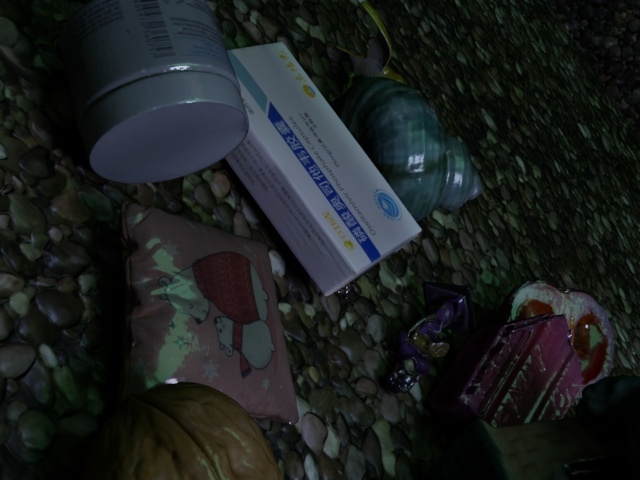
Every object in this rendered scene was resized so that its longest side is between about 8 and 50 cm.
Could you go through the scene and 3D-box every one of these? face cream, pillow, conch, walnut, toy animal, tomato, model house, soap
[{"bbox_3d":[-0.181,-0.167,0.901,0.177,0.177,0.152,2,62,-51],"label":"face cream"},{"bbox_3d":[-0.119,0.081,0.879,0.223,0.084,0.236,18,57,-43],"label":"pillow"},{"bbox_3d":[0.132,-0.131,1.289,0.277,0.195,0.220,24,13,-7],"label":"conch"},{"bbox_3d":[-0.114,0.223,0.717,0.167,0.167,0.207,-25,87,-55],"label":"walnut"},{"bbox_3d":[0.088,-0.269,1.388,0.219,0.095,0.155,55,17,-70],"label":"toy animal"},{"bbox_3d":[0.372,0.175,1.394,0.228,0.112,0.199,18,66,-21],"label":"tomato"},{"bbox_3d":[0.268,0.371,0.924,0.382,0.343,0.334,-98,179,-59],"label":"model house"},{"bbox_3d":[0.285,0.202,1.211,0.162,0.099,0.250,49,57,-9],"label":"soap"}]

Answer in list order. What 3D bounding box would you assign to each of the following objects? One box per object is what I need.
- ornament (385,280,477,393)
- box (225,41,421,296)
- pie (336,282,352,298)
[{"bbox_3d":[0.144,0.153,1.175,0.203,0.088,0.081,-51,132,-41],"label":"ornament"},{"bbox_3d":[-0.025,-0.108,1.113,0.343,0.065,0.200,54,35,5],"label":"box"},{"bbox_3d":[0.000,0.000,1.130,0.092,0.034,0.169,2,65,-55],"label":"pie"}]
